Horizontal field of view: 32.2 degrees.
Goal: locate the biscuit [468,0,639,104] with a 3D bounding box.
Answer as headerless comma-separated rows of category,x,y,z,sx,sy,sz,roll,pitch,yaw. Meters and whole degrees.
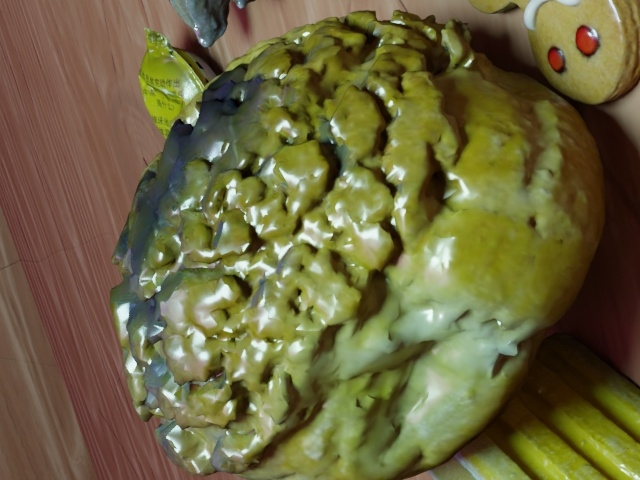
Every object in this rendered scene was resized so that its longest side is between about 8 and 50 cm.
biscuit,0.121,-0.197,0.672,0.250,0.036,0.165,66,155,2

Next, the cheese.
cheese,-0.130,-0.114,1.187,0.156,0.064,0.250,31,147,52

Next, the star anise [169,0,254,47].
star anise,-0.114,-0.277,1.011,0.212,0.073,0.197,60,150,20

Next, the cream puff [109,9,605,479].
cream puff,0.000,0.000,0.722,0.231,0.327,0.343,29,154,-25

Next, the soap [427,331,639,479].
soap,0.186,0.167,0.723,0.232,0.140,0.073,42,148,41
